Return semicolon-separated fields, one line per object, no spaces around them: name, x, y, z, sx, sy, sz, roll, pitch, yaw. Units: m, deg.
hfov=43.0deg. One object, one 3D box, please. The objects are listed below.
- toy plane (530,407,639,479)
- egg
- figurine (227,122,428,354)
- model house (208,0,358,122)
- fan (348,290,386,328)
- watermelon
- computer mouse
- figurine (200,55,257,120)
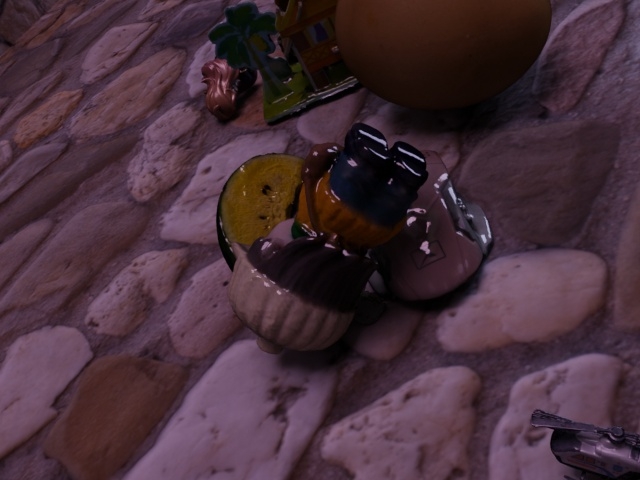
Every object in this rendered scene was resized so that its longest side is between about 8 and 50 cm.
toy plane;0.308;0.216;0.804;0.197;0.078;0.053;11;49;24
egg;0.203;-0.371;1.373;0.374;0.301;0.301;9;51;30
figurine;0.004;0.015;1.075;0.332;0.185;0.204;-46;28;41
model house;-0.043;-0.462;1.647;0.358;0.312;0.242;-21;35;14
fan;0.055;0.107;1.156;0.083;0.004;0.056;-47;43;-10
watermelon;-0.107;-0.044;1.385;0.129;0.123;0.301;5;48;9
computer mouse;0.127;-0.056;1.218;0.200;0.114;0.389;-24;37;4
figurine;-0.217;-0.342;1.788;0.126;0.114;0.157;-17;37;47
